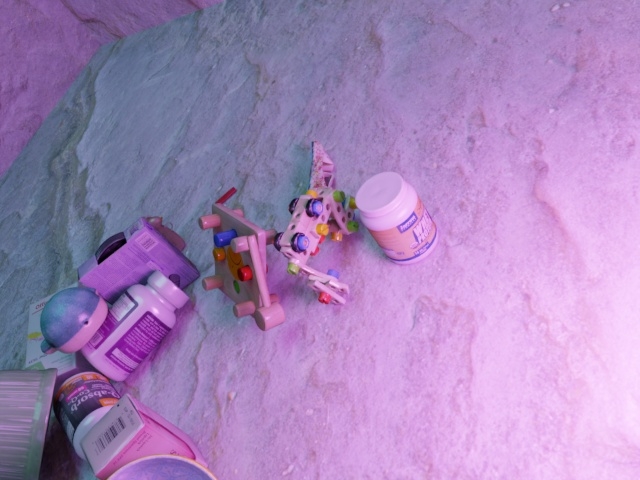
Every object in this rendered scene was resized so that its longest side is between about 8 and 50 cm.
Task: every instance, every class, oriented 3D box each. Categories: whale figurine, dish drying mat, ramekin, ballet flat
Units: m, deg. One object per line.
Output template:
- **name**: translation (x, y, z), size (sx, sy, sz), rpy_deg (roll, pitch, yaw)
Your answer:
- **whale figurine**: translation (-0.698, 0.203, 1.782), size (0.272, 0.141, 0.216), rpy_deg (0, 49, 52)
- **dish drying mat**: translation (-0.313, -0.145, 2.171), size (0.083, 0.008, 0.032), rpy_deg (-43, 39, -4)
- **ramekin**: translation (-0.787, 0.479, 1.705), size (0.303, 0.148, 0.304), rpy_deg (-170, 90, -71)
- **ballet flat**: translation (0.001, -0.201, 1.942), size (0.077, 0.091, 0.241), rpy_deg (3, 53, 1)

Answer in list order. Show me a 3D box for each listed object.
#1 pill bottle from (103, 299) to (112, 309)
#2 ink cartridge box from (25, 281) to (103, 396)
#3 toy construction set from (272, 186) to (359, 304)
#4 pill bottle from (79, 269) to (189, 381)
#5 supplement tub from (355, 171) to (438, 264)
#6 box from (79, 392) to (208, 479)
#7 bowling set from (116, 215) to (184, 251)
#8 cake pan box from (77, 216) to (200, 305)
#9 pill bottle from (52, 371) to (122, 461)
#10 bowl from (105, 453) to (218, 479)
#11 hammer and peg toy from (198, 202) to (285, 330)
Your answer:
- **pill bottle**: translation (-0.707, 0.203, 2.095), size (0.120, 0.067, 0.067), rpy_deg (-13, 46, 29)
- **ink cartridge box**: translation (-0.770, 0.268, 1.979), size (0.207, 0.119, 0.354), rpy_deg (-24, 55, 18)
- **toy construction set**: translation (0.000, 0.000, 1.646), size (0.151, 0.215, 0.328), rpy_deg (-12, 50, 29)
- **pill bottle**: translation (-0.516, 0.233, 1.842), size (0.301, 0.169, 0.169), rpy_deg (-48, 40, -11)
- **supplement tub**: translation (0.180, -0.052, 1.553), size (0.144, 0.200, 0.144), rpy_deg (-21, 43, 21)
- **box**: translation (-0.390, 0.476, 1.461), size (0.148, 0.232, 0.126), rpy_deg (-46, 40, -9)
- **bowling set**: translation (-0.600, -0.002, 2.139), size (0.287, 0.154, 0.200), rpy_deg (-35, 40, 4)
- **cake pan box**: translation (-0.530, 0.090, 1.911), size (0.245, 0.267, 0.070), rpy_deg (-40, 42, 2)
- **pill bottle**: translation (-0.562, 0.463, 1.662), size (0.162, 0.162, 0.278), rpy_deg (-49, 40, -12)
- **bowl**: translation (-0.321, 0.575, 1.349), size (0.289, 0.289, 0.156), rpy_deg (-46, -2, -9)
- **hammer and peg toy**: translation (-0.182, 0.065, 1.678), size (0.127, 0.266, 0.361), rpy_deg (-14, 26, -32)
